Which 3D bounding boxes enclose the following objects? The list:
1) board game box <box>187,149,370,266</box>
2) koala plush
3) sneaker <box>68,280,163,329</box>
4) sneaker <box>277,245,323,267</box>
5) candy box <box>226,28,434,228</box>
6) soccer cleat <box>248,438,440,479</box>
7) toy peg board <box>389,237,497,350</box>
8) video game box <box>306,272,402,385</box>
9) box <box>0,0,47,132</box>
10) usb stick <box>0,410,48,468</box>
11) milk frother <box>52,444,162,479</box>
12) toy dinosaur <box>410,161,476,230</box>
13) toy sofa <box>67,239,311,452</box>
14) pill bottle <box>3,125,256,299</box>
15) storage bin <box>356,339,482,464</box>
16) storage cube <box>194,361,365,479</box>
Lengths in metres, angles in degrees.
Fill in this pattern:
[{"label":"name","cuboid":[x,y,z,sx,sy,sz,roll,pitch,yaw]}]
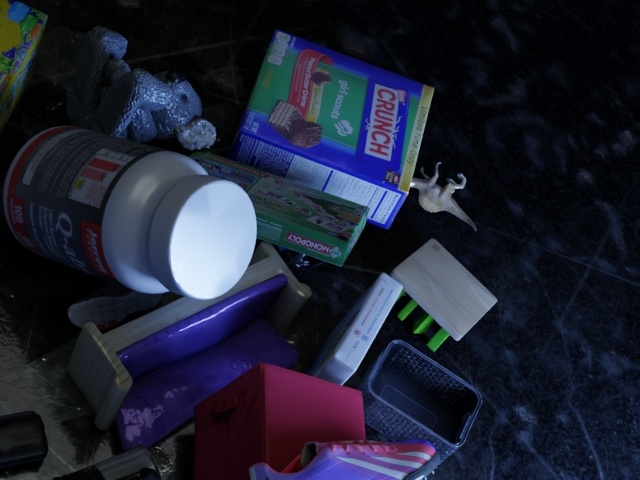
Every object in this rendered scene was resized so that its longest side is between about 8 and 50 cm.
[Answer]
[{"label":"board game box","cuboid":[-0.089,-0.058,1.988,0.317,0.046,0.213,19,19,6]},{"label":"koala plush","cuboid":[-0.294,-0.226,2.054,0.221,0.203,0.196,-2,39,-45]},{"label":"sneaker","cuboid":[-0.326,0.091,1.898,0.157,0.061,0.065,-15,39,-32]},{"label":"sneaker","cuboid":[0.000,0.001,2.090,0.152,0.058,0.085,-17,65,-31]},{"label":"candy box","cuboid":[0.021,-0.202,2.185,0.317,0.122,0.268,21,53,-7]},{"label":"soccer cleat","cuboid":[0.039,0.307,1.630,0.318,0.108,0.116,-16,79,-43]},{"label":"toy peg board","cuboid":[0.198,0.101,2.117,0.161,0.079,0.160,45,36,8]},{"label":"video game box","cuboid":[0.036,0.169,1.903,0.048,0.205,0.187,36,52,0]},{"label":"box","cuboid":[-0.628,-0.273,1.914,0.290,0.177,0.279,24,53,-8]},{"label":"usb stick","cuboid":[-0.513,0.292,1.675,0.278,0.045,0.077,-8,66,-28]},{"label":"milk frother","cuboid":[-0.284,0.381,1.700,0.134,0.129,0.143,-17,110,-32]},{"label":"toy dinosaur","cuboid":[0.229,-0.085,2.267,0.183,0.053,0.093,35,66,10]},{"label":"toy sofa","cuboid":[-0.183,0.160,1.845,0.362,0.150,0.177,-25,70,-35]},{"label":"pill bottle","cuboid":[-0.281,-0.040,1.788,0.363,0.210,0.210,16,39,39]},{"label":"storage bin","cuboid":[0.154,0.263,1.972,0.180,0.084,0.122,34,51,-2]},{"label":"storage cube","cuboid":[-0.061,0.315,1.752,0.215,0.183,0.193,20,51,-33]}]
